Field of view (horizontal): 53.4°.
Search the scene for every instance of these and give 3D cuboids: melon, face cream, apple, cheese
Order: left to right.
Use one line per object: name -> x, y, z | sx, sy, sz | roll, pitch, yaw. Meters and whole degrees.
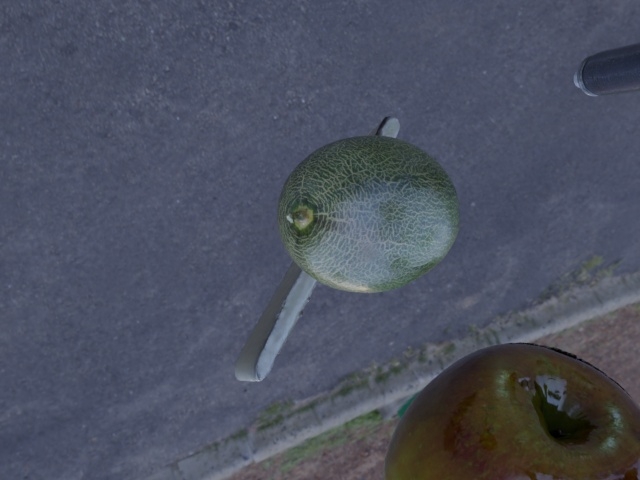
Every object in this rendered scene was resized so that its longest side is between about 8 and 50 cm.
cheese -> 0.002, 0.002, 0.820 | 0.400, 0.034, 0.085 | -60, -169, -24
melon -> 0.040, -0.023, 0.556 | 0.192, 0.139, 0.139 | -5, 140, -43
apple -> 0.279, 0.342, 0.900 | 0.384, 0.374, 0.374 | -6, 139, -31
face cream -> 0.481, -0.258, 0.945 | 0.073, 0.283, 0.073 | -2, 97, -16
